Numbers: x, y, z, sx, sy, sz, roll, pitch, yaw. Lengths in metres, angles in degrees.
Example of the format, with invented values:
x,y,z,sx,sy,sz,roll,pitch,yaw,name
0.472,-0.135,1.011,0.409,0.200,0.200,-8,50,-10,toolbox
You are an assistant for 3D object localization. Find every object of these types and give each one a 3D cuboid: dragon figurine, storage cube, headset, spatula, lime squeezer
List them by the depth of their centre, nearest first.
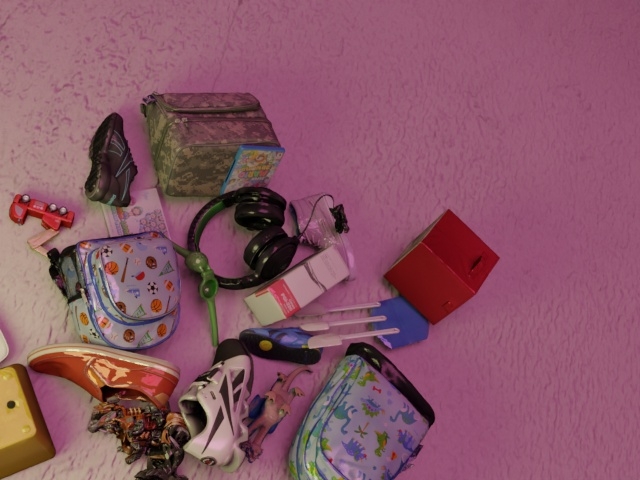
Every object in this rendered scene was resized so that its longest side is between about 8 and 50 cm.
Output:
x,y,z,sx,sy,sz,roll,pitch,yaw,name
-0.114,0.388,1.753,0.085,0.144,0.289,39,28,-3,dragon figurine
-0.294,0.098,1.781,0.310,0.110,0.059,61,25,5,lime squeezer
-0.127,-0.014,1.871,0.394,0.185,0.243,-17,69,3,headset
0.062,0.201,1.889,0.242,0.019,0.168,-6,30,-17,spatula
0.318,0.072,1.996,0.193,0.215,0.183,45,47,0,storage cube

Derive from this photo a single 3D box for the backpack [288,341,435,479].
x,y,z,sx,sy,sz,roll,pitch,yaw,name
0.086,0.451,1.740,0.355,0.273,0.290,-43,95,-19,backpack

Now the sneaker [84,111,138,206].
x,y,z,sx,sy,sz,roll,pitch,yaw,name
-0.508,-0.194,1.851,0.106,0.101,0.267,24,51,-36,sneaker

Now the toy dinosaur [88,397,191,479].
x,y,z,sx,sy,sz,roll,pitch,yaw,name
-0.335,0.436,1.619,0.321,0.164,0.218,3,48,2,toy dinosaur

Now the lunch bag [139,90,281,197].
x,y,z,sx,sy,sz,roll,pitch,yaw,name
-0.283,-0.265,1.910,0.305,0.213,0.256,-6,53,-26,lunch bag

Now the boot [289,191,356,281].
x,y,z,sx,sy,sz,roll,pitch,yaw,name
0.000,0.000,1.980,0.123,0.095,0.258,-13,67,-18,boot

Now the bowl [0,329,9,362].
x,y,z,sx,sy,sz,roll,pitch,yaw,name
-0.745,0.224,1.588,0.142,0.053,0.142,-29,81,-29,bowl

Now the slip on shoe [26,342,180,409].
x,y,z,sx,sy,sz,roll,pitch,yaw,name
-0.467,0.287,1.597,0.331,0.123,0.101,10,62,4,slip on shoe

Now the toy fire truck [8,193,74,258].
x,y,z,sx,sy,sz,roll,pitch,yaw,name
-0.633,-0.017,1.742,0.192,0.047,0.135,19,64,-13,toy fire truck

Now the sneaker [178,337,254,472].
x,y,z,sx,sy,sz,roll,pitch,yaw,name
-0.235,0.333,1.654,0.146,0.122,0.331,27,34,-25,sneaker

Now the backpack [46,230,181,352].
x,y,z,sx,sy,sz,roll,pitch,yaw,name
-0.428,0.119,1.670,0.276,0.213,0.263,-9,88,-39,backpack

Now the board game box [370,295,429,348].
x,y,z,sx,sy,sz,roll,pitch,yaw,name
0.203,0.219,1.993,0.168,0.033,0.133,-11,66,-28,board game box

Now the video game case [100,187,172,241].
x,y,z,sx,sy,sz,roll,pitch,yaw,name
-0.451,-0.047,1.845,0.143,0.019,0.157,-12,73,-26,video game case

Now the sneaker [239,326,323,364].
x,y,z,sx,sy,sz,roll,pitch,yaw,name
-0.096,0.245,1.848,0.209,0.069,0.082,13,33,-9,sneaker

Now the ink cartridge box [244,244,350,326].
x,y,z,sx,sy,sz,roll,pitch,yaw,name
-0.056,0.112,1.855,0.218,0.158,0.092,-35,94,-30,ink cartridge box

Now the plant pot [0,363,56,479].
x,y,z,sx,sy,sz,roll,pitch,yaw,name
-0.656,0.359,1.489,0.212,0.187,0.212,-19,77,-28,plant pot

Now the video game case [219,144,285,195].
x,y,z,sx,sy,sz,roll,pitch,yaw,name
-0.169,-0.169,1.866,0.119,0.166,0.015,-1,51,-31,video game case
